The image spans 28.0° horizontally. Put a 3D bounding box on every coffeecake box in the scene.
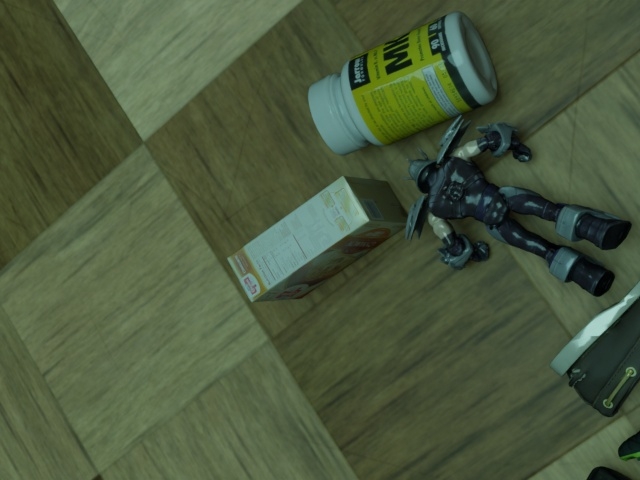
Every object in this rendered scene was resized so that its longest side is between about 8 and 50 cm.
[{"bbox_3d":[0.000,0.000,1.595,0.185,0.142,0.068,-35,76,21],"label":"coffeecake box"}]

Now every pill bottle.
[{"bbox_3d":[0.098,-0.185,1.564,0.208,0.119,0.119,-22,81,22],"label":"pill bottle"}]

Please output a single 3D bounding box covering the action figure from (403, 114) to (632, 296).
[{"bbox_3d":[0.217,-0.034,1.521,0.285,0.099,0.185,28,115,24],"label":"action figure"}]

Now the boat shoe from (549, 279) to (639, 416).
[{"bbox_3d":[0.399,0.065,1.434,0.097,0.116,0.324,47,112,12],"label":"boat shoe"}]

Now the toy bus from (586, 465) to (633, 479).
[{"bbox_3d":[0.354,0.368,1.400,0.211,0.220,0.149,30,97,15],"label":"toy bus"}]

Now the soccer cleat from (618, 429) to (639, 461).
[{"bbox_3d":[0.414,0.193,1.460,0.179,0.060,0.072,-30,68,15],"label":"soccer cleat"}]
